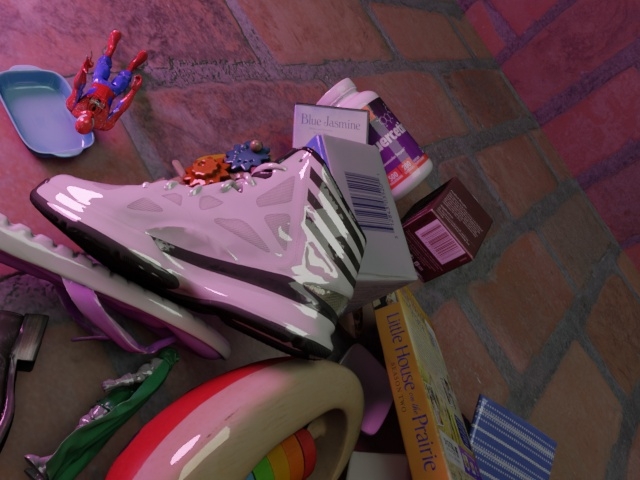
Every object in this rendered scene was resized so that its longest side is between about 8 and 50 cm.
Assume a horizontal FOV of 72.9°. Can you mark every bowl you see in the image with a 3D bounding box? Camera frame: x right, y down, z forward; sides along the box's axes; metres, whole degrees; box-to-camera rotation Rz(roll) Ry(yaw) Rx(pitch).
[{"bbox_3d":[0.072,0.297,0.858,0.142,0.053,0.142,47,46,-5],"label":"bowl"}]

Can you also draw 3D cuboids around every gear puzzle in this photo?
[{"bbox_3d":[-0.221,-0.079,0.728,0.339,0.044,0.175,-28,52,-17],"label":"gear puzzle"}]

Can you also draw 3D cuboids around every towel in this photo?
[{"bbox_3d":[0.366,0.531,0.900,0.243,0.040,0.336,34,67,-14],"label":"towel"}]

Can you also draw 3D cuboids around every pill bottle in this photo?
[{"bbox_3d":[0.131,-0.256,1.133,0.323,0.181,0.181,50,46,-3],"label":"pill bottle"}]

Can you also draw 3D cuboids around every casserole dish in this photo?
[{"bbox_3d":[-0.473,-0.215,0.746,0.114,0.037,0.188,-24,82,-43],"label":"casserole dish"}]

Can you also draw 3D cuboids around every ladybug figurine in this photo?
[{"bbox_3d":[-0.107,0.296,0.589,0.449,0.161,0.305,-1,109,-54],"label":"ladybug figurine"}]

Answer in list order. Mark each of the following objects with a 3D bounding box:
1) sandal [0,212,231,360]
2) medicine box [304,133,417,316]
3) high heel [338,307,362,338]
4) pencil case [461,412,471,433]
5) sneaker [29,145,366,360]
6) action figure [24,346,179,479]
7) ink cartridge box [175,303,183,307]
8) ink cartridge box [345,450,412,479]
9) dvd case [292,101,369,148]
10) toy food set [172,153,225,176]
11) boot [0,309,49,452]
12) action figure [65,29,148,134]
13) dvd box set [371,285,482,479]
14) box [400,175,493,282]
[{"bbox_3d":[-0.325,0.091,0.610,0.416,0.169,0.102,32,68,-14],"label":"sandal"},{"bbox_3d":[0.000,0.000,0.810,0.149,0.289,0.264,4,63,-37],"label":"medicine box"},{"bbox_3d":[0.105,0.093,0.969,0.186,0.093,0.261,5,54,-29],"label":"high heel"},{"bbox_3d":[0.339,0.458,0.963,0.152,0.064,0.070,49,8,-3],"label":"pencil case"},{"bbox_3d":[-0.146,-0.036,0.617,0.447,0.169,0.258,24,67,4],"label":"sneaker"},{"bbox_3d":[-0.282,0.227,0.599,0.063,0.137,0.232,40,38,5],"label":"action figure"},{"bbox_3d":[-0.235,0.038,0.744,0.090,0.092,0.143,37,48,-13],"label":"ink cartridge box"},{"bbox_3d":[0.109,0.503,0.678,0.197,0.114,0.273,54,40,-38],"label":"ink cartridge box"},{"bbox_3d":[0.023,-0.188,1.009,0.180,0.022,0.253,3,86,-9],"label":"dvd case"},{"bbox_3d":[-0.197,-0.113,0.887,0.218,0.071,0.128,-17,53,-44],"label":"toy food set"},{"bbox_3d":[-0.475,0.164,0.499,0.229,0.091,0.263,20,45,-27],"label":"boot"},{"bbox_3d":[-0.371,-0.303,0.780,0.091,0.139,0.280,30,44,-33],"label":"action figure"},{"bbox_3d":[0.201,0.290,0.805,0.307,0.062,0.420,50,24,-46],"label":"dvd box set"},{"bbox_3d":[0.322,-0.029,1.159,0.168,0.167,0.203,49,46,-3],"label":"box"}]
